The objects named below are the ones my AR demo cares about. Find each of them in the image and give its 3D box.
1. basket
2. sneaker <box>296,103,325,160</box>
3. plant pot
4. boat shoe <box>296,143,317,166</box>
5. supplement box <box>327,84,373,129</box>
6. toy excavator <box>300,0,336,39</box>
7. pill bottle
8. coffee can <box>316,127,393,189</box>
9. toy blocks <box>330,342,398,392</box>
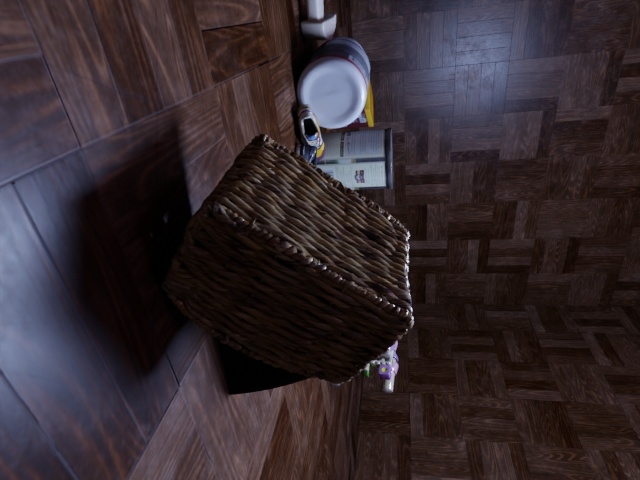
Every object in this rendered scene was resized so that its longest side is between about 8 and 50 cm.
[{"bbox_3d":[-0.038,0.035,0.592,0.213,0.299,0.223,-53,-166,34],"label":"basket"},{"bbox_3d":[-0.029,-0.307,1.216,0.084,0.069,0.185,-101,171,-48],"label":"sneaker"},{"bbox_3d":[-0.072,0.153,0.747,0.188,0.166,0.188,-63,150,-64],"label":"plant pot"},{"bbox_3d":[-0.027,-0.199,1.245,0.075,0.064,0.206,-77,162,-49],"label":"boat shoe"},{"bbox_3d":[0.106,-0.536,1.604,0.191,0.194,0.129,16,73,-78],"label":"supplement box"},{"bbox_3d":[0.003,-0.915,1.222,0.433,0.222,0.445,70,36,-60],"label":"toy excavator"},{"bbox_3d":[0.055,-0.529,1.321,0.363,0.210,0.210,-77,162,-51],"label":"pill bottle"},{"bbox_3d":[0.106,-0.271,1.383,0.201,0.275,0.202,0,90,-79],"label":"coffee can"},{"bbox_3d":[0.175,0.418,1.651,0.260,0.288,0.309,-70,155,-44],"label":"toy blocks"}]
